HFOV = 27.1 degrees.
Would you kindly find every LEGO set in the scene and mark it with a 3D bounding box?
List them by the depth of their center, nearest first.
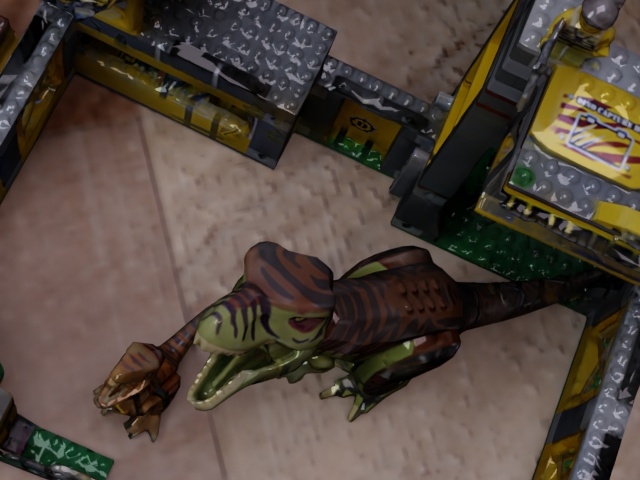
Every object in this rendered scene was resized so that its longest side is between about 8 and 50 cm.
[{"bbox_3d":[0.000,0.000,0.388,0.331,0.192,0.255,32,71,1],"label":"LEGO set"}]
